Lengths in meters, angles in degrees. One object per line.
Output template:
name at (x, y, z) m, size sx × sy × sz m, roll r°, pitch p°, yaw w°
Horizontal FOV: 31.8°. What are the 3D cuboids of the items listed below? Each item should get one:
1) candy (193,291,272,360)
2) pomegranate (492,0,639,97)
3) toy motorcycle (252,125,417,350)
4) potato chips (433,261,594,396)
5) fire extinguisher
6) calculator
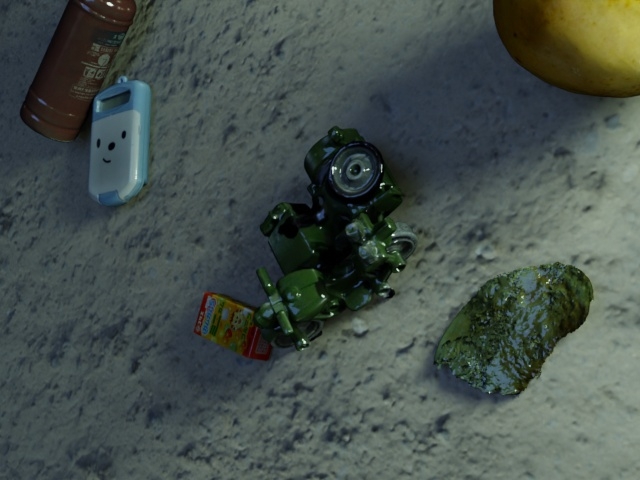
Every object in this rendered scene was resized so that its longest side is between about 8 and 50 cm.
candy at (-0.113, 0.114, 1.508) m, size 0.122 × 0.038 × 0.062 m, roll 19°, pitch 94°, yaw 42°
pomegranate at (0.278, -0.249, 1.116) m, size 0.233 × 0.233 × 0.233 m, roll -10°, pitch 74°, yaw 40°
toy motorcycle at (0.000, 0.000, 1.374) m, size 0.275 × 0.127 × 0.205 m, roll -41°, pitch 60°, yaw 24°
potato chips at (0.211, 0.101, 1.235) m, size 0.209 × 0.026 × 0.142 m, roll -12°, pitch 75°, yaw 40°
fire extinguisher at (-0.356, -0.327, 1.774) m, size 0.102 × 0.138 × 0.344 m, roll 33°, pitch 111°, yaw 6°
calculator at (-0.311, -0.155, 1.741) m, size 0.121 × 0.039 × 0.210 m, roll -8°, pitch 75°, yaw 39°
